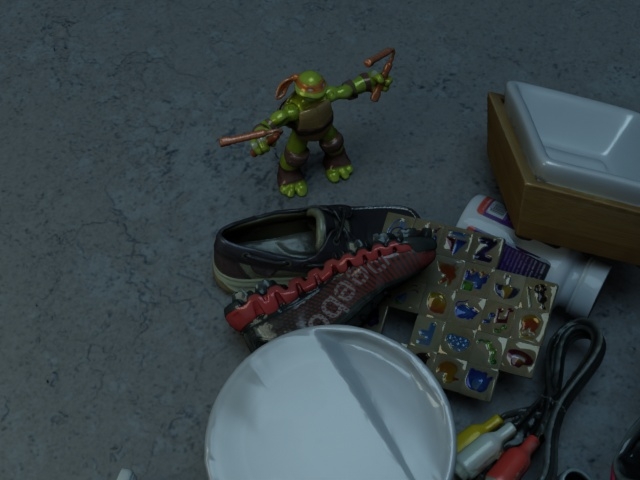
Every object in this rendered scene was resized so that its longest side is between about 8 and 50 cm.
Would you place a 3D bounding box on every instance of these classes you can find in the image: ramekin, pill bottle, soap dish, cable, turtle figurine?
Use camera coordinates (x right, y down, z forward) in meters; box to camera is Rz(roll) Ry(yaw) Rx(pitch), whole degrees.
[{"bbox_3d":[0.014,0.239,1.279,0.272,0.127,0.273,-1,65,3],"label":"ramekin"},{"bbox_3d":[0.265,0.026,1.456,0.193,0.108,0.108,26,59,16],"label":"pill bottle"},{"bbox_3d":[0.332,-0.085,1.453,0.228,0.118,0.291,13,27,-8],"label":"soap dish"},{"bbox_3d":[0.252,0.200,1.333,0.287,0.072,0.139,-48,37,-14],"label":"cable"},{"bbox_3d":[-0.023,-0.151,1.506,0.269,0.217,0.087,-32,62,-20],"label":"turtle figurine"}]

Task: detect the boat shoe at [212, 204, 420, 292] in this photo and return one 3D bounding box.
[{"bbox_3d":[0.000,0.000,1.480,0.285,0.092,0.103,-8,56,-6],"label":"boat shoe"}]

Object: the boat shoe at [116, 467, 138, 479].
[{"bbox_3d":[-0.216,0.344,1.266,0.063,0.066,0.184,13,53,-9],"label":"boat shoe"}]

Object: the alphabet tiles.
[{"bbox_3d":[0.161,0.082,1.400,0.237,0.009,0.198,14,80,24],"label":"alphabet tiles"}]

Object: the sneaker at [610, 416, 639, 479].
[{"bbox_3d":[0.415,0.213,1.127,0.295,0.178,0.124,-24,28,22],"label":"sneaker"}]

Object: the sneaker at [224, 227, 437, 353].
[{"bbox_3d":[0.026,0.079,1.396,0.276,0.097,0.135,-25,84,7],"label":"sneaker"}]

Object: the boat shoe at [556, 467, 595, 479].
[{"bbox_3d":[0.314,0.354,1.251,0.079,0.081,0.228,-19,58,-13],"label":"boat shoe"}]
